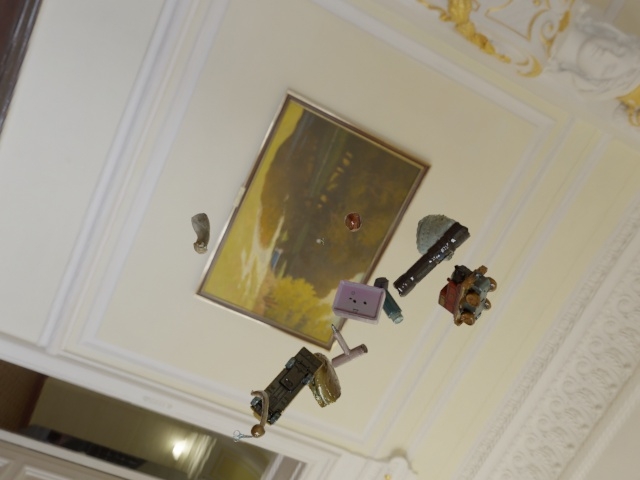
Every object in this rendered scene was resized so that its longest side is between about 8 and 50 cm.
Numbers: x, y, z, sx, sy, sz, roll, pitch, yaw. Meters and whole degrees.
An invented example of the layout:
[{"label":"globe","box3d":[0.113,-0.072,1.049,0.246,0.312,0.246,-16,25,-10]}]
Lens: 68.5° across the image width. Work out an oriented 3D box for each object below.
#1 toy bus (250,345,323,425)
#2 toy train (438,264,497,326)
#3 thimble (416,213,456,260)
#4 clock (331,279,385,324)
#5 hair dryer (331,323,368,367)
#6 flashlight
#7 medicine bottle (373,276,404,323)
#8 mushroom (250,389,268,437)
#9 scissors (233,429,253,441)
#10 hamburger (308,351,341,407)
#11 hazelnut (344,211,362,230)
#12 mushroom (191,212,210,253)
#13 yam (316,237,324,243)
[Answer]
[{"label":"toy bus","box3d":[-0.132,0.568,1.826,0.335,0.121,0.123,-42,165,-39]},{"label":"toy train","box3d":[0.699,0.266,2.278,0.163,0.231,0.369,-36,142,-28]},{"label":"thimble","box3d":[0.593,-0.020,2.390,0.205,0.172,0.250,-41,134,-40]},{"label":"clock","box3d":[0.160,0.259,1.964,0.063,0.197,0.150,71,34,-58]},{"label":"hair dryer","box3d":[0.087,0.506,2.277,0.195,0.220,0.053,-34,-161,26]},{"label":"flashlight","box3d":[0.490,0.086,2.104,0.424,0.103,0.103,-44,-168,1]},{"label":"medicine bottle","box3d":[0.363,0.324,2.531,0.258,0.079,0.124,60,-37,38]},{"label":"mushroom","box3d":[-0.188,0.509,1.448,0.306,0.068,0.043,-134,-156,-78]},{"label":"scissors","box3d":[-0.252,0.657,1.577,0.006,0.083,0.036,99,-4,-71]},{"label":"hamburger","box3d":[0.003,0.687,2.400,0.132,0.211,0.309,-25,-166,5]},{"label":"hazelnut","box3d":[0.151,-0.088,2.158,0.086,0.086,0.086,-61,-168,23]},{"label":"mushroom","box3d":[-0.591,-0.031,2.339,0.081,0.092,0.223,-24,-123,22]},{"label":"yam","box3d":[0.000,0.000,2.588,0.129,0.027,0.033,-165,-89,-79]}]
